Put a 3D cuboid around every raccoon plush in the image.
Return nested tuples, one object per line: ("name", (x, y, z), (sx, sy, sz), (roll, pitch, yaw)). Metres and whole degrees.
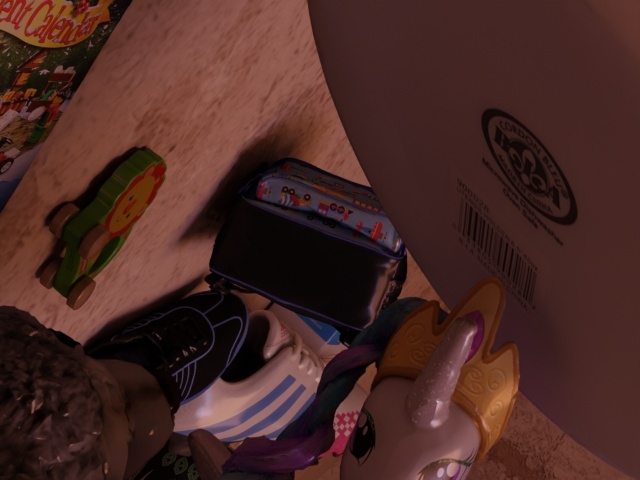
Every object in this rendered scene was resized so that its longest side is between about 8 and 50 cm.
("raccoon plush", (-0.260, 0.199, 0.591), (0.446, 0.216, 0.299), (-43, 170, -18))

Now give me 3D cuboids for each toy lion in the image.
("toy lion", (-0.139, -0.013, 0.817), (0.096, 0.034, 0.100), (-47, 170, -38))

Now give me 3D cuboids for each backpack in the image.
("backpack", (0.000, 0.000, 1.042), (0.173, 0.158, 0.117), (-52, 163, -77))

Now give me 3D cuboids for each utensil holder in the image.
("utensil holder", (0.232, -0.116, 0.557), (0.385, 0.328, 0.328), (-32, 163, -15))

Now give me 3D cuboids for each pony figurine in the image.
("pony figurine", (0.005, 0.221, 0.622), (0.364, 0.302, 0.351), (-60, 163, -18))

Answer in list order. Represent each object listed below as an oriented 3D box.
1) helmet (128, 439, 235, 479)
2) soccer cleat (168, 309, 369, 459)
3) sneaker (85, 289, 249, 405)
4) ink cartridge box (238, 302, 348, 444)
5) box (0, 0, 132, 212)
("helmet", (-0.163, 0.294, 1.366), (0.162, 0.169, 0.169), (-60, 172, -20))
("soccer cleat", (-0.037, 0.144, 1.268), (0.331, 0.116, 0.143), (8, 112, -50))
("sneaker", (-0.141, 0.105, 1.042), (0.232, 0.081, 0.090), (-37, 171, -33))
("ink cartridge box", (-0.038, 0.137, 1.465), (0.203, 0.086, 0.148), (-48, 167, 6))
("box", (-0.183, -0.060, 0.488), (0.159, 0.044, 0.233), (-52, 167, 23))
